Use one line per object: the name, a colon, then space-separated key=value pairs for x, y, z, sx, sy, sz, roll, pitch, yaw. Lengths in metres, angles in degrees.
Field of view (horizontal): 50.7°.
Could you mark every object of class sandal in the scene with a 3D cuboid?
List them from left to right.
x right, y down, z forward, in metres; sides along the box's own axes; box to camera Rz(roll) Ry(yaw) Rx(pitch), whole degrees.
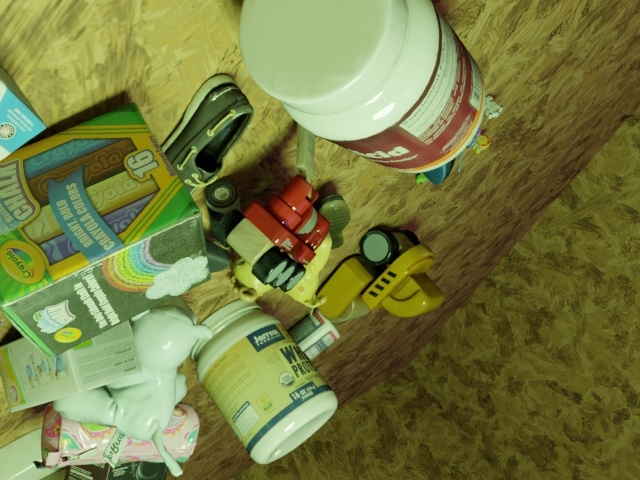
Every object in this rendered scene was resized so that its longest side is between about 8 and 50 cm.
sandal: x=-0.228 y=0.000 z=1.096 sx=0.097 sy=0.055 sz=0.254 roll=-13 pitch=162 yaw=8

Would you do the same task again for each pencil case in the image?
pencil case: x=-0.372 y=0.362 z=1.254 sx=0.284 sy=0.124 sz=0.124 roll=10 pitch=131 yaw=-37

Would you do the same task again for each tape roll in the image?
tape roll: x=-0.632 y=0.529 z=1.466 sx=0.392 sy=0.072 sz=0.392 roll=-35 pitch=160 yaw=-15

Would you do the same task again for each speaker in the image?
speaker: x=-0.159 y=-0.043 z=1.127 sx=0.055 sy=0.055 sz=0.136 roll=-33 pitch=159 yaw=-18

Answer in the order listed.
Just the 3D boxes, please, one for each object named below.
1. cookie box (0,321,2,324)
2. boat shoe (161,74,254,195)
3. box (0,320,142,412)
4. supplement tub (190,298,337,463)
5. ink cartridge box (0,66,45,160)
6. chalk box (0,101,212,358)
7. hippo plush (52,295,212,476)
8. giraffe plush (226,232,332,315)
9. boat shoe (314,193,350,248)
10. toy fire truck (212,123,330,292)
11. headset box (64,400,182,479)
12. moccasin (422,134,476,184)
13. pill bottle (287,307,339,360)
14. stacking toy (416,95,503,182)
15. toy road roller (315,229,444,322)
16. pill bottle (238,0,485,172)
cookie box: x=-0.505 y=0.133 z=0.909 sx=0.107 sy=0.040 sz=0.092 roll=-44 pitch=160 yaw=13
boat shoe: x=-0.169 y=-0.118 z=0.933 sx=0.081 sy=0.069 sz=0.228 roll=-12 pitch=145 yaw=-52
box: x=-0.384 y=0.182 z=1.023 sx=0.203 sy=0.103 sz=0.114 roll=-21 pitch=174 yaw=36
supplement tub: x=-0.136 y=0.309 z=1.517 sx=0.228 sy=0.316 sz=0.228 roll=-34 pitch=159 yaw=-15
ink cartridge box: x=-0.371 y=-0.102 z=0.599 sx=0.190 sy=0.082 sz=0.140 roll=-39 pitch=160 yaw=-6
chalk box: x=-0.299 y=0.004 z=0.791 sx=0.288 sy=0.179 sz=0.180 roll=-26 pitch=157 yaw=-17
hippo plush: x=-0.324 y=0.205 z=1.169 sx=0.294 sy=0.234 sz=0.237 roll=-120 pitch=-134 yaw=-70
giraffe plush: x=-0.090 y=0.044 z=1.284 sx=0.170 sy=0.210 sz=0.181 roll=0 pitch=-176 yaw=-21
boat shoe: x=0.014 y=-0.048 z=1.399 sx=0.080 sy=0.074 sz=0.223 roll=-12 pitch=158 yaw=-5
toy fire truck: x=-0.047 y=-0.062 z=1.111 sx=0.246 sy=0.158 sz=0.217 roll=-48 pitch=166 yaw=0
headset box: x=-0.413 y=0.431 z=1.429 sx=0.218 sy=0.110 sz=0.293 roll=17 pitch=83 yaw=-67
moccasin: x=0.250 y=-0.225 z=1.351 sx=0.117 sy=0.138 sz=0.342 roll=-41 pitch=161 yaw=-10
pill bottle: x=-0.045 y=0.288 z=1.936 sx=0.180 sy=0.108 sz=0.108 roll=-37 pitch=160 yaw=-7
stacking toy: x=0.326 y=-0.228 z=1.593 sx=0.221 sy=0.052 sz=0.167 roll=-34 pitch=159 yaw=-14
toy road roller: x=0.174 y=0.134 z=1.804 sx=0.329 sy=0.241 sz=0.202 roll=-49 pitch=158 yaw=22
pill bottle: x=0.073 y=-0.228 z=0.906 sx=0.224 sy=0.224 sz=0.392 roll=-46 pitch=159 yaw=16
